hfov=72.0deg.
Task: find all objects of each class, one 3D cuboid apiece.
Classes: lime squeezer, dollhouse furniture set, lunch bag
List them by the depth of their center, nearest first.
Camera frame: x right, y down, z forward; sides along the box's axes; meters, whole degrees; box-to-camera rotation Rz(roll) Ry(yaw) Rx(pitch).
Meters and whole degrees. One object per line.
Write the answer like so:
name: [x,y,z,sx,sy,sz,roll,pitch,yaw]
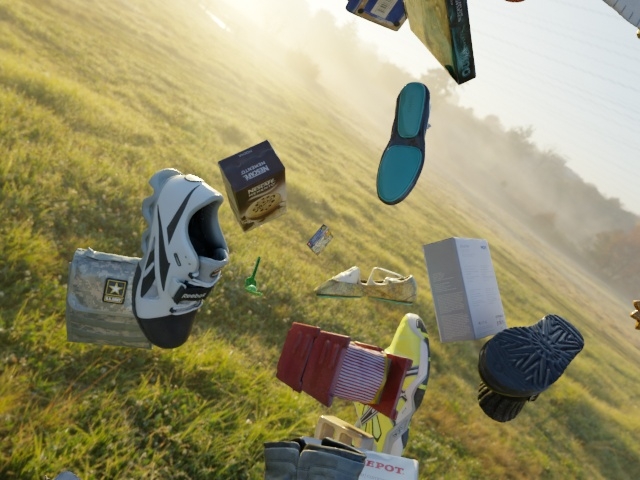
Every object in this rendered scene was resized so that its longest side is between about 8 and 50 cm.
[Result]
dollhouse furniture set: [0.009,0.358,0.800,0.201,0.375,0.152,25,-12,-40]
lunch bag: [-0.549,0.153,1.200,0.235,0.287,0.169,10,39,-17]
lime squeezer: [-0.285,0.190,1.923,0.059,0.110,0.310,46,12,-25]

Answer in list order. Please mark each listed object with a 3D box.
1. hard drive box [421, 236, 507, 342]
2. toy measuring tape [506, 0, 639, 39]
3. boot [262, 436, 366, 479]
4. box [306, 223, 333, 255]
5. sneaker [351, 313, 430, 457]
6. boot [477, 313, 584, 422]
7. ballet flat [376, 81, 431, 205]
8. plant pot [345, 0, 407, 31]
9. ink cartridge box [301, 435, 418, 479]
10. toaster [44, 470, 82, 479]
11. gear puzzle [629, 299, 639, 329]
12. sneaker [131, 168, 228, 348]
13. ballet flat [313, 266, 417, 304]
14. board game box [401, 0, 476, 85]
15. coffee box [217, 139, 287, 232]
hard drive box: [0.349,0.116,1.060,0.181,0.089,0.233,4,74,-45]
toy measuring tape: [0.367,-0.404,0.686,0.329,0.122,0.121,25,21,-13]
boot: [0.025,0.290,0.435,0.246,0.161,0.083,0,-23,31]
box: [0.000,0.000,1.570,0.027,0.094,0.137,39,-5,15]
sneaker: [0.157,0.358,1.054,0.147,0.386,0.145,16,-1,2]
boot: [0.419,0.312,0.986,0.347,0.260,0.131,-5,47,-37]
ballet flat: [0.140,-0.151,0.714,0.074,0.204,0.074,13,-3,1]
plant pot: [0.200,-0.804,1.355,0.235,0.236,0.212,8,63,-26]
ink cartridge box: [0.024,0.424,0.606,0.196,0.114,0.273,5,20,16]
toaster: [-0.549,0.599,0.914,0.185,0.110,0.168,41,28,-5]
gear puzzle: [0.706,0.042,0.813,0.175,0.339,0.044,46,2,5]
sneaker: [-0.231,0.056,0.756,0.146,0.331,0.122,18,22,28]
ballet flat: [0.153,0.145,1.490,0.347,0.123,0.123,5,21,3]
board game box: [0.144,-0.300,0.569,0.126,0.026,0.186,59,11,-45]
coffee box: [-0.205,-0.160,1.388,0.119,0.168,0.297,58,-14,17]
